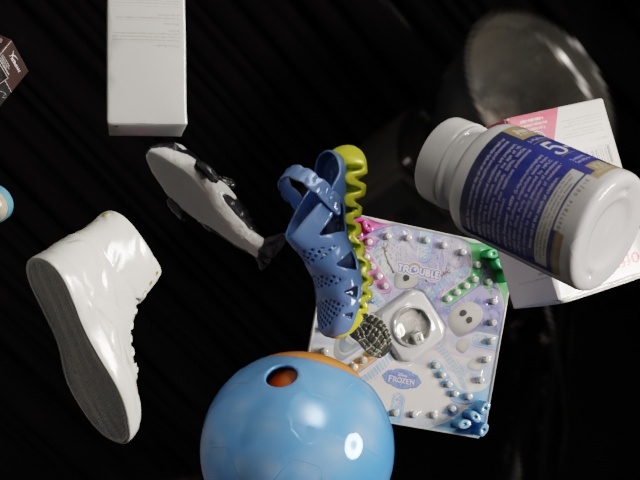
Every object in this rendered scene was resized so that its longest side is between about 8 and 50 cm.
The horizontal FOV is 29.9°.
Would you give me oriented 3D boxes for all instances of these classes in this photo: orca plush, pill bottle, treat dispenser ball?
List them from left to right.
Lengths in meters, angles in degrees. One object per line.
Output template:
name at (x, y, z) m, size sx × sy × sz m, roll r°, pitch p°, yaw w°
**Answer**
orca plush at (-0.168, -0.085, 2.094) m, size 0.102 × 0.287 × 0.151 m, roll -46°, pitch 161°, yaw -42°
treat dispenser ball at (-0.034, 0.307, 1.775) m, size 0.288 × 0.288 × 0.288 m, roll -37°, pitch -160°, yaw 16°
pill bottle at (0.180, -0.041, 1.068) m, size 0.186 × 0.112 × 0.112 m, roll 29°, pitch -111°, yaw 36°

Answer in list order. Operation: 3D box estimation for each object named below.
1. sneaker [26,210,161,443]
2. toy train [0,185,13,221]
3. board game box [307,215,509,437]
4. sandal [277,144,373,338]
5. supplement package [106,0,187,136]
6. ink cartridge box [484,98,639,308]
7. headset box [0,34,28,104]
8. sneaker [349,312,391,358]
sneaker at (-0.258, 0.108, 1.558) m, size 0.108 × 0.293 × 0.169 m, roll 8°, pitch -146°, yaw 34°
toy train at (-0.518, -0.087, 1.548) m, size 0.105 × 0.248 × 0.143 m, roll -46°, pitch -175°, yaw 23°
board game box at (0.181, 0.168, 2.353) m, size 0.050 × 0.389 × 0.390 m, roll 173°, pitch -71°, yaw -76°
sandal at (0.000, 0.000, 1.917) m, size 0.126 × 0.138 × 0.317 m, roll -23°, pitch -112°, yaw 54°
supplement package at (-0.235, -0.235, 1.611) m, size 0.105 × 0.105 × 0.179 m, roll 160°, pitch -70°, yaw -79°
ink cartridge box at (0.362, -0.055, 1.831) m, size 0.207 × 0.283 × 0.117 m, roll -14°, pitch 177°, yaw -32°
headset box at (-0.741, -0.286, 2.292) m, size 0.293 × 0.218 × 0.110 m, roll -56°, pitch 161°, yaw -20°
sneaker at (0.070, 0.153, 2.252) m, size 0.063 × 0.162 × 0.073 m, roll -43°, pitch -174°, yaw -10°
